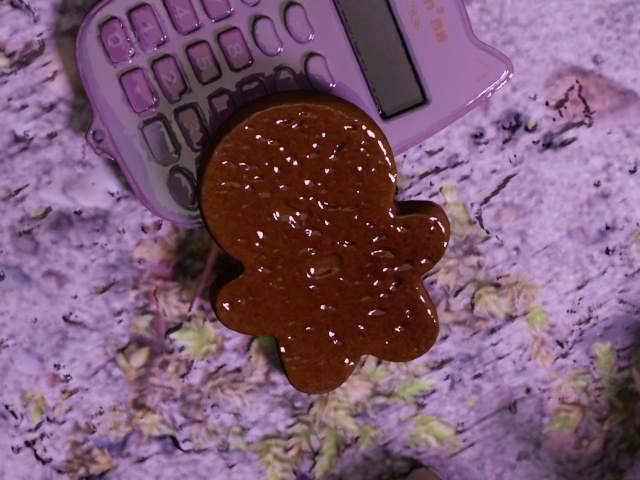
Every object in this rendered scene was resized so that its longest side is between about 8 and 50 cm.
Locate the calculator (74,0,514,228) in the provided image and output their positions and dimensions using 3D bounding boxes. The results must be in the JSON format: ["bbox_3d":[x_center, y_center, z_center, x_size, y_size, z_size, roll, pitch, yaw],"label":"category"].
[{"bbox_3d":[-0.027,-0.127,1.162,0.294,0.043,0.194,-23,106,2],"label":"calculator"}]

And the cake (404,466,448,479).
[{"bbox_3d":[0.138,0.262,1.234,0.220,0.117,0.086,43,88,-13],"label":"cake"}]

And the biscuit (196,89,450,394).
[{"bbox_3d":[0.000,0.000,1.172,0.180,0.039,0.236,-18,121,3],"label":"biscuit"}]
